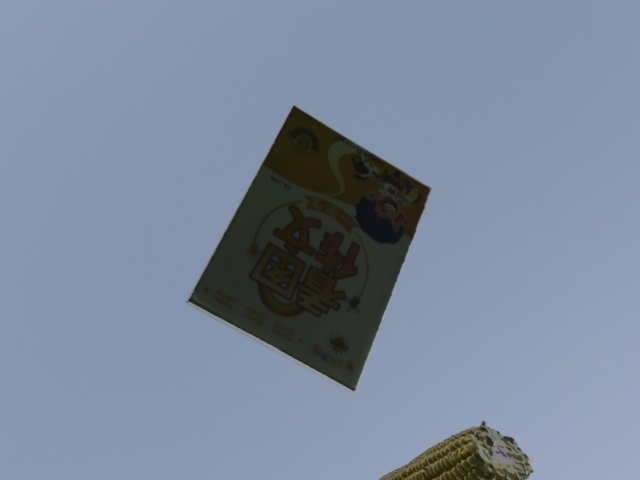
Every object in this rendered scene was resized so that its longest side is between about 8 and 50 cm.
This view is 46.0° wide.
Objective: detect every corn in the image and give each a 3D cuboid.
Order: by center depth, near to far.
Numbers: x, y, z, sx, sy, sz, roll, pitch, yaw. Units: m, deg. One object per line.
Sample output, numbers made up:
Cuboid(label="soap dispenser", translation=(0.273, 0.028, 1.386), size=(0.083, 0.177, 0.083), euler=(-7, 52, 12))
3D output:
Cuboid(label="corn", translation=(0.106, 0.216, 0.649), size=(0.085, 0.063, 0.165), euler=(45, -49, 8))

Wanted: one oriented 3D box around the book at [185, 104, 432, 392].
Cuboid(label="book", translation=(0.000, 0.000, 0.871), size=(0.208, 0.020, 0.295), euler=(30, -121, -10))
